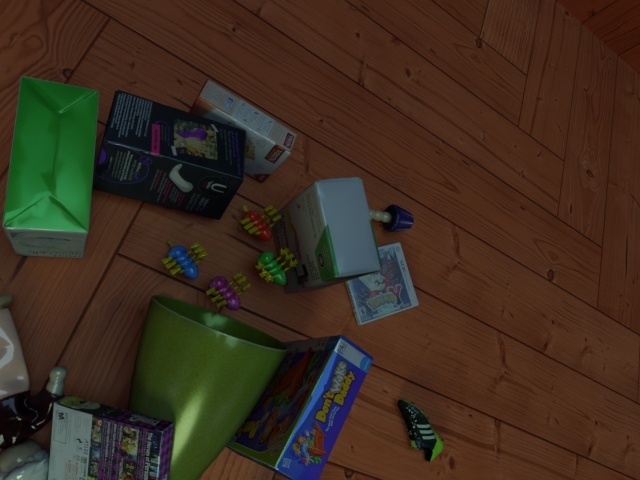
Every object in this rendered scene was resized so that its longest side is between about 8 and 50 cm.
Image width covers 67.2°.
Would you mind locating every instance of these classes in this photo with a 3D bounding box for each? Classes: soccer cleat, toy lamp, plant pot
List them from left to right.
[{"bbox_3d":[-0.244,0.289,0.904,0.275,0.275,0.293,25,83,-21],"label":"plant pot"},{"bbox_3d":[0.125,-0.073,1.283,0.275,0.080,0.080,11,72,-25],"label":"toy lamp"},{"bbox_3d":[0.245,0.478,1.213,0.072,0.060,0.178,-42,101,-29],"label":"soccer cleat"}]

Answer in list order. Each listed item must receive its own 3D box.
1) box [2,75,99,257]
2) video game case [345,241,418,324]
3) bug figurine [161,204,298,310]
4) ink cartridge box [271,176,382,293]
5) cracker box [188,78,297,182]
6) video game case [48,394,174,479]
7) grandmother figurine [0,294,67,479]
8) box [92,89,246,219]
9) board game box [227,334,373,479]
[{"bbox_3d":[-0.485,-0.116,0.874,0.127,0.231,0.261,5,75,-26],"label":"box"},{"bbox_3d":[0.158,0.110,1.282,0.202,0.023,0.183,-13,83,-30],"label":"video game case"},{"bbox_3d":[-0.190,0.040,1.059,0.279,0.072,0.216,-28,68,-27],"label":"bug figurine"},{"bbox_3d":[0.000,0.000,1.080,0.117,0.278,0.201,-8,81,-27],"label":"ink cartridge box"},{"bbox_3d":[-0.191,-0.243,1.107,0.232,0.156,0.067,28,58,-19],"label":"cracker box"},{"bbox_3d":[-0.357,0.395,0.807,0.211,0.042,0.231,8,96,14],"label":"video game case"},{"bbox_3d":[-0.540,0.270,0.827,0.208,0.104,0.342,-16,87,-3],"label":"grandmother figurine"},{"bbox_3d":[-0.310,-0.170,1.006,0.271,0.165,0.143,14,54,-25],"label":"box"},{"bbox_3d":[-0.066,0.309,0.921,0.078,0.347,0.233,38,62,-14],"label":"board game box"}]
